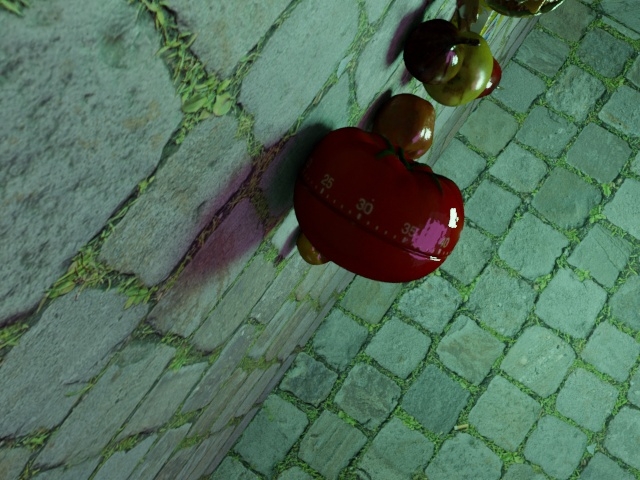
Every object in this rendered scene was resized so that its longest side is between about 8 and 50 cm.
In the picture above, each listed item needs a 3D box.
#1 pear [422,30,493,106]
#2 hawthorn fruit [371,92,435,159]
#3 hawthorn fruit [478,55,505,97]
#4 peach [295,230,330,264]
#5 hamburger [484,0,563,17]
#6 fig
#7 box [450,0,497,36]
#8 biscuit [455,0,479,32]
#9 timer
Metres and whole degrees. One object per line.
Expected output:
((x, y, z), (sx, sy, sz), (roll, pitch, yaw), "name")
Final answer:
((0.385, -0.487, 1.614), (0.209, 0.208, 0.209), (-52, 169, -15), "pear")
((0.232, -0.312, 1.567), (0.189, 0.189, 0.189), (-52, 169, -15), "hawthorn fruit")
((0.505, -0.552, 1.910), (0.190, 0.251, 0.190), (-53, -162, 25), "hawthorn fruit")
((0.000, 0.000, 1.617), (0.138, 0.138, 0.138), (-52, 169, -15), "peach")
((0.493, -0.681, 1.349), (0.274, 0.274, 0.212), (-56, 166, 3), "hamburger")
((0.271, -0.449, 1.361), (0.149, 0.148, 0.202), (-50, 180, 18), "fig")
((0.483, -0.675, 1.749), (0.265, 0.097, 0.168), (-41, 162, -52), "box")
((0.327, -0.589, 1.263), (0.340, 0.047, 0.216), (69, 25, -75), "biscuit")
((0.124, -0.071, 1.264), (0.279, 0.378, 0.378), (-61, 168, 15), "timer")
